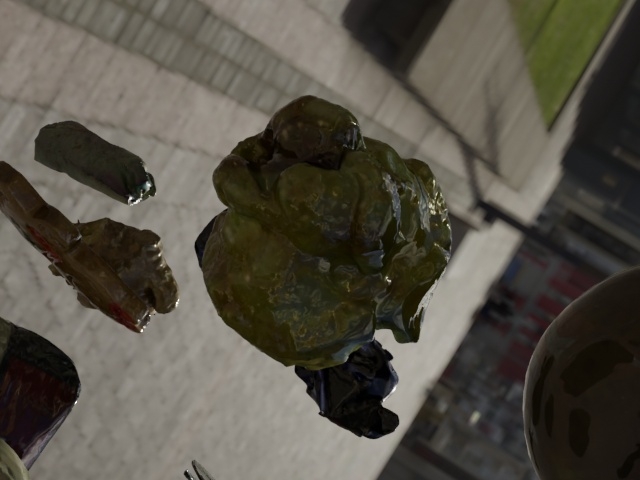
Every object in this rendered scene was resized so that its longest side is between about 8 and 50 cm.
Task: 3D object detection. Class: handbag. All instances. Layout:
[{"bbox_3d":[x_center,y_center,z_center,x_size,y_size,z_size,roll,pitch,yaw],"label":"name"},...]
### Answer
[{"bbox_3d":[-0.428,0.211,1.772,0.254,0.181,0.181,-53,-155,5],"label":"handbag"}]

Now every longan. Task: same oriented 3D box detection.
[{"bbox_3d":[0.403,0.191,1.628,0.361,0.361,0.361,-56,170,-15],"label":"longan"}]

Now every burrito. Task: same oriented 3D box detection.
[{"bbox_3d":[-0.349,-0.123,2.276,0.096,0.309,0.066,-29,125,-28],"label":"burrito"}]

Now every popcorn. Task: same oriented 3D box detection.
[{"bbox_3d":[-0.006,-0.004,1.482,0.276,0.225,0.276,-31,132,-42],"label":"popcorn"}]

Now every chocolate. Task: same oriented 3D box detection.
[{"bbox_3d":[-0.008,0.095,1.805,0.148,0.343,0.126,-27,156,-35],"label":"chocolate"}]

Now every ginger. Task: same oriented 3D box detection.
[{"bbox_3d":[-0.299,0.035,2.059,0.102,0.216,0.157,-58,137,-39],"label":"ginger"}]

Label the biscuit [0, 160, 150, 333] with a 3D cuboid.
[{"bbox_3d":[-0.261,0.011,1.480,0.036,0.225,0.166,-46,-165,-16],"label":"biscuit"}]

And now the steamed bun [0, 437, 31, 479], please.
[{"bbox_3d":[-0.394,0.340,1.317,0.247,0.339,0.352,66,25,-47],"label":"steamed bun"}]

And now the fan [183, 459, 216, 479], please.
[{"bbox_3d":[-0.158,0.399,2.272,0.012,0.294,0.223,-37,-150,-3],"label":"fan"}]
